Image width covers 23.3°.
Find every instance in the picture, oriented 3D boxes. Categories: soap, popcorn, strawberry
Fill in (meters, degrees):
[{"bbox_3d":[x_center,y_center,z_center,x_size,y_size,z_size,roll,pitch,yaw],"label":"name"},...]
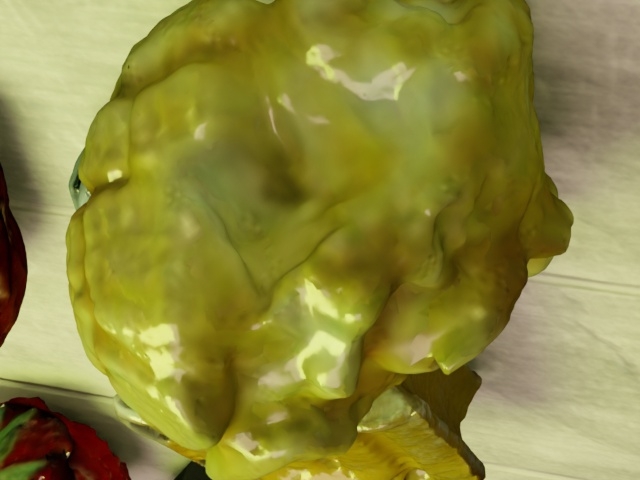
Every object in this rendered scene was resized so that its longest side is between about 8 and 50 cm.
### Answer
[{"bbox_3d":[-0.007,0.140,1.330,0.259,0.143,0.281,-4,162,14],"label":"soap"},{"bbox_3d":[-0.005,-0.012,1.017,0.334,0.294,0.292,-21,176,-5],"label":"popcorn"},{"bbox_3d":[-0.338,0.332,1.769,0.291,0.292,0.310,-1,142,28],"label":"strawberry"}]

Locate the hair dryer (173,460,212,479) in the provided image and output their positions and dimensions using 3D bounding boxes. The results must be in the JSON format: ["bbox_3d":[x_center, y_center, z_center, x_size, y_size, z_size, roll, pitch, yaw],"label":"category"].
[{"bbox_3d":[-0.050,0.351,1.844,0.302,0.116,0.244,15,154,-12],"label":"hair dryer"}]

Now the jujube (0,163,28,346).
[{"bbox_3d":[-0.357,0.002,1.305,0.223,0.223,0.318,17,143,-1],"label":"jujube"}]

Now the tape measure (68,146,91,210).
[{"bbox_3d":[-0.099,-0.032,1.200,0.182,0.107,0.181,1,154,28],"label":"tape measure"}]
